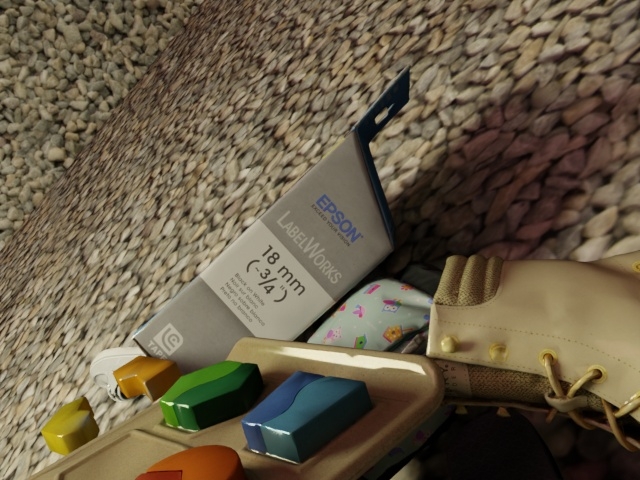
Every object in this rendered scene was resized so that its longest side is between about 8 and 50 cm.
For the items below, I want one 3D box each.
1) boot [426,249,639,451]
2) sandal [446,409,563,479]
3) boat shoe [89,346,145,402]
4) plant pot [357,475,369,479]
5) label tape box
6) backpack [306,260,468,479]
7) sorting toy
[{"bbox_3d":[0.162,0.096,0.421,0.203,0.095,0.262,-1,41,12],"label":"boot"},{"bbox_3d":[0.141,0.210,0.454,0.097,0.054,0.255,-28,24,18],"label":"sandal"},{"bbox_3d":[-0.259,0.188,0.990,0.184,0.066,0.063,-10,44,34],"label":"boat shoe"},{"bbox_3d":[-0.010,0.221,0.428,0.230,0.215,0.215,-18,40,53],"label":"plant pot"},{"bbox_3d":[0.000,0.000,0.720,0.333,0.106,0.240,-43,-1,8],"label":"label tape box"},{"bbox_3d":[0.054,0.105,0.596,0.182,0.115,0.152,-44,16,-7],"label":"backpack"},{"bbox_3d":[-0.102,0.123,0.466,0.307,0.041,0.229,-3,22,47],"label":"sorting toy"}]
